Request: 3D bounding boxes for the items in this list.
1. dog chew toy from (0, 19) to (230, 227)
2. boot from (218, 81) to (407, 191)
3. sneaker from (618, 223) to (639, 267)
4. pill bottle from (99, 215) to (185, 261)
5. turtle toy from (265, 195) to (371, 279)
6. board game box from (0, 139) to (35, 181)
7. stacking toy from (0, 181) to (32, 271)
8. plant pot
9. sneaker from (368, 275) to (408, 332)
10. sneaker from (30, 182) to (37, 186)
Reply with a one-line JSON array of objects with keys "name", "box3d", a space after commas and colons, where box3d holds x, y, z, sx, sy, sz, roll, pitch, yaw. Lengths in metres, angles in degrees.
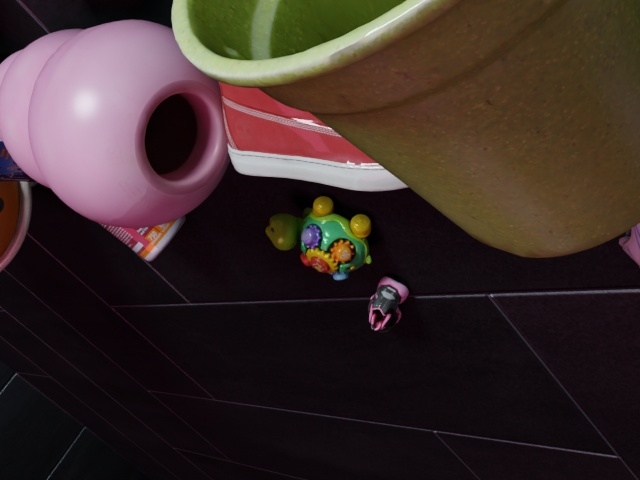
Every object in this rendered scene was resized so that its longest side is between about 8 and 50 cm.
[{"name": "dog chew toy", "box3d": [-0.244, -0.134, 0.867, 0.331, 0.207, 0.207, 19, 150, 41]}, {"name": "boot", "box3d": [0.012, -0.141, 0.709, 0.244, 0.088, 0.176, 6, 126, 23]}, {"name": "sneaker", "box3d": [0.298, 0.015, 0.679, 0.083, 0.071, 0.191, 7, 135, 50]}, {"name": "pill bottle", "box3d": [-0.272, -0.047, 1.135, 0.152, 0.086, 0.086, 39, 152, -12]}, {"name": "turtle toy", "box3d": [0.000, 0.000, 0.950, 0.130, 0.066, 0.095, 26, 151, 13]}, {"name": "board game box", "box3d": [-0.402, -0.131, 1.050, 0.194, 0.060, 0.194, 0, 166, -28]}, {"name": "stacking toy", "box3d": [-0.610, -0.004, 1.054, 0.350, 0.350, 0.480, 42, -165, -17]}, {"name": "plant pot", "box3d": [0.098, -0.126, 0.482, 0.276, 0.276, 0.254, 3, 151, 43]}, {"name": "sneaker", "box3d": [0.076, 0.094, 1.031, 0.047, 0.057, 0.119, 25, 152, 12]}, {"name": "sneaker", "box3d": [-0.510, -0.134, 1.281, 0.152, 0.054, 0.061, 30, 149, 7]}]
